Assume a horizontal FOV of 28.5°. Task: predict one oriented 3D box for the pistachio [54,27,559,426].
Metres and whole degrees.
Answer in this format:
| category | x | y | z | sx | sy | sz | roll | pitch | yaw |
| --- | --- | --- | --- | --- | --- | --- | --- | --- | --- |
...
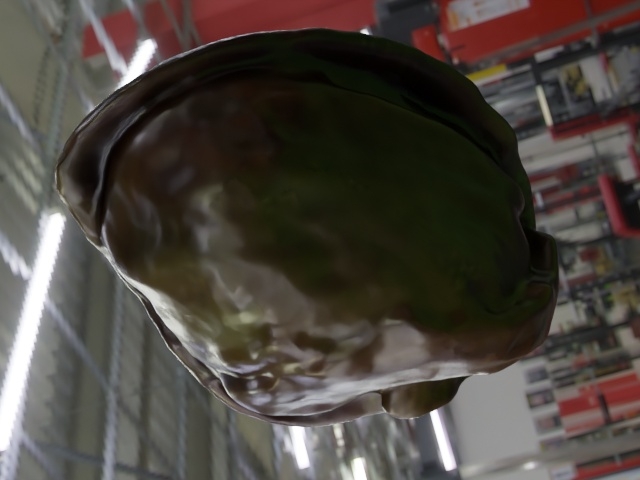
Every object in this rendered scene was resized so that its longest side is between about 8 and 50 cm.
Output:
| category | x | y | z | sx | sy | sz | roll | pitch | yaw |
| --- | --- | --- | --- | --- | --- | --- | --- | --- | --- |
| pistachio | 0.000 | 0.000 | 0.490 | 0.210 | 0.165 | 0.130 | 22 | -171 | -22 |
